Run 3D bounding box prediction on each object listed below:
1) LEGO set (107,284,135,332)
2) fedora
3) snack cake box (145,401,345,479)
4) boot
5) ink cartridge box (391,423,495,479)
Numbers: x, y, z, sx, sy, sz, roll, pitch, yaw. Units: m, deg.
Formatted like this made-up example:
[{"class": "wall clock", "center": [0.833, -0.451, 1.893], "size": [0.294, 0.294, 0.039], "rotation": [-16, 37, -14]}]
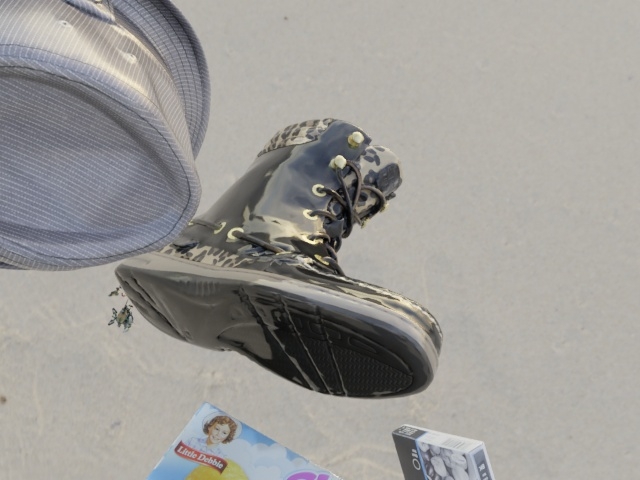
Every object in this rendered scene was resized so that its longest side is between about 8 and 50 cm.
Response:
[{"class": "LEGO set", "center": [-0.303, 0.109, 1.236], "size": [0.023, 0.054, 0.083], "rotation": [30, 48, -48]}, {"class": "fedora", "center": [-0.171, -0.063, 0.528], "size": [0.275, 0.243, 0.124], "rotation": [32, 8, -45]}, {"class": "snack cake box", "center": [-0.033, 0.275, 0.699], "size": [0.264, 0.089, 0.152], "rotation": [24, 56, 19]}, {"class": "boot", "center": [0.000, 0.000, 0.826], "size": [0.377, 0.138, 0.284], "rotation": [7, 44, 40]}, {"class": "ink cartridge box", "center": [0.214, 0.413, 1.302], "size": [0.045, 0.206, 0.208], "rotation": [-22, 97, -30]}]
